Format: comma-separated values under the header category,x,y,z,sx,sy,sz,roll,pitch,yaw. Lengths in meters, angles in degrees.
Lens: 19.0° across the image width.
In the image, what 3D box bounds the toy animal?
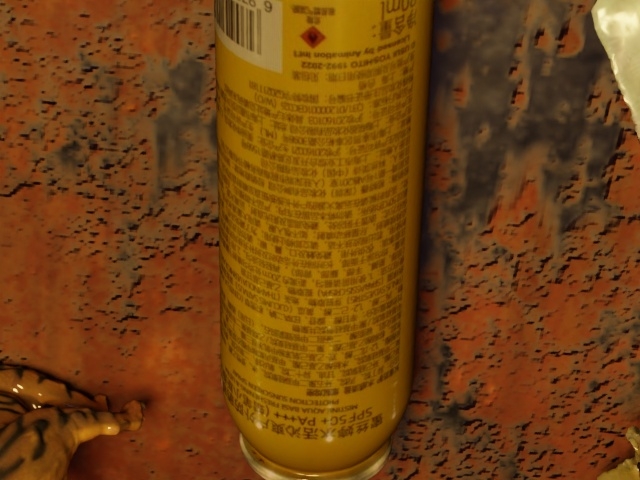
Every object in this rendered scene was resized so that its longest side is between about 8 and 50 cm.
category,x,y,z,sx,sy,sz,roll,pitch,yaw
toy animal,-0.153,0.131,1.012,0.116,0.255,0.114,20,95,-34

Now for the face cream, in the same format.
category,x,y,z,sx,sy,sz,roll,pitch,yaw
face cream,0.000,0.000,0.964,0.105,0.105,0.349,1,125,0

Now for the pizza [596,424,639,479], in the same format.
category,x,y,z,sx,sy,sz,roll,pitch,yaw
pizza,0.223,0.190,1.107,0.223,0.089,0.323,36,125,-11

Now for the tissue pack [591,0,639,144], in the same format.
category,x,y,z,sx,sy,sz,roll,pitch,yaw
tissue pack,0.230,-0.123,0.748,0.228,0.316,0.103,-23,97,16
